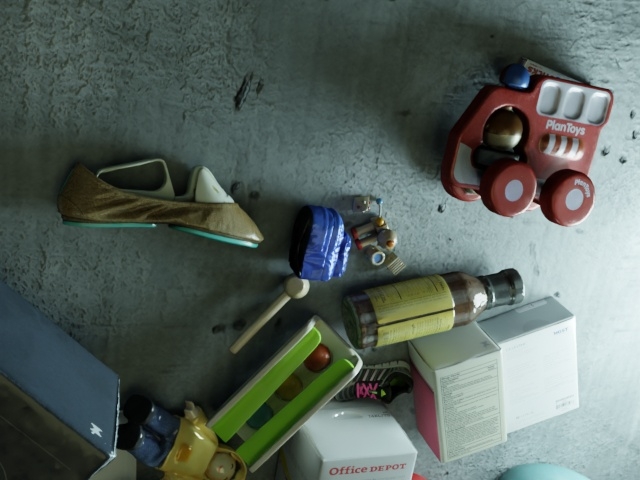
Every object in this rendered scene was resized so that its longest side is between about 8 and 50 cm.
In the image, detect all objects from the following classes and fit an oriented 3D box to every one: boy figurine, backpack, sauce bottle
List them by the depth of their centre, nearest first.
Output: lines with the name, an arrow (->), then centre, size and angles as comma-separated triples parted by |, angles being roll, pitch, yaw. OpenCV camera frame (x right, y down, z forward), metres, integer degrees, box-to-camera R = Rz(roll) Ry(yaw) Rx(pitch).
backpack -> 0.000, 0.000, 1.718 | 0.101, 0.098, 0.120 | 4, 104, -21
boy figurine -> -0.250, 0.387, 1.795 | 0.285, 0.092, 0.177 | 41, 65, -38
sauce bottle -> 0.214, 0.120, 1.850 | 0.344, 0.111, 0.111 | -10, 118, -16

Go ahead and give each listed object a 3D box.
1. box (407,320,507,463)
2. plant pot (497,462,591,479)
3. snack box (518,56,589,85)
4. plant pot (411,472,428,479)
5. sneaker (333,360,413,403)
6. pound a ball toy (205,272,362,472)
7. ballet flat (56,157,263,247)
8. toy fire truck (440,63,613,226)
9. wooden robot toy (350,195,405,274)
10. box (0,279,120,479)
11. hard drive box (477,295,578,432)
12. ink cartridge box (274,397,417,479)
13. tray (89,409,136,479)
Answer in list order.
box -> 0.269, 0.295, 1.948 | 0.148, 0.127, 0.232 | -16, 119, -13
plant pot -> 0.473, 0.594, 2.134 | 0.290, 0.195, 0.290 | -8, 118, -16
snack box -> 0.421, -0.271, 1.787 | 0.178, 0.022, 0.064 | 16, 109, -27
plant pot -> 0.184, 0.603, 2.044 | 0.191, 0.174, 0.191 | -8, 115, -16
sneaker -> 0.105, 0.280, 1.907 | 0.170, 0.075, 0.063 | -10, 118, -16
pound a ball toy -> -0.075, 0.229, 1.799 | 0.208, 0.136, 0.319 | 45, 99, 1
ballet flat -> -0.246, -0.067, 1.596 | 0.342, 0.116, 0.124 | 7, 93, -20
toy fire truck -> 0.359, -0.172, 1.737 | 0.302, 0.169, 0.254 | 8, 100, -25
wooden robot toy -> 0.106, 0.002, 1.768 | 0.076, 0.079, 0.173 | -27, 121, -7
box -> -0.628, 0.271, 1.440 | 0.472, 0.297, 0.480 | -44, 108, 6
hard drive box -> 0.421, 0.254, 2.008 | 0.181, 0.089, 0.232 | -17, 120, -13
ink cartridge box -> 0.037, 0.464, 1.900 | 0.198, 0.197, 0.270 | 0, 115, -21
tray -> -0.410, 0.421, 1.806 | 0.145, 0.030, 0.270 | -4, 116, -20
